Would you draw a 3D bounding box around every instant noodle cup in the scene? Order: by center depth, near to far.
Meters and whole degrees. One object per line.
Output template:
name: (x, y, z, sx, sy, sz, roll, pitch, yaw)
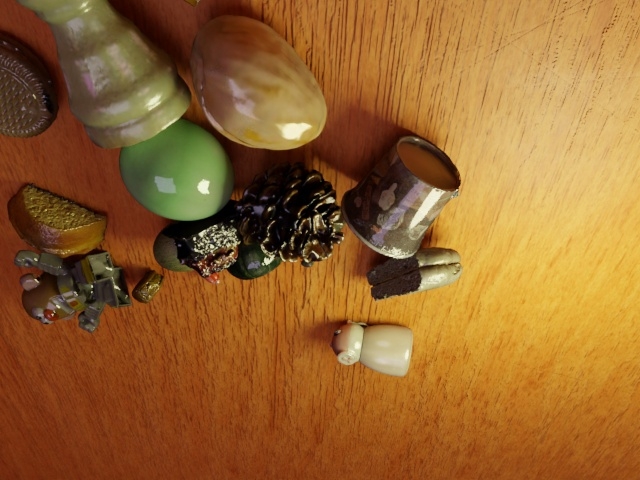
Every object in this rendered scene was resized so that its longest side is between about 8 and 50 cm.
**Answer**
instant noodle cup: (0.186, -0.104, 1.557, 0.217, 0.217, 0.207, 23, 130, -16)

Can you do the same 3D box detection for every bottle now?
bottle: (0.146, 0.313, 2.058, 0.236, 0.147, 0.147, 9, 138, 2)

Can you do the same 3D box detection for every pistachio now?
pistachio: (-0.130, -0.302, 1.383, 0.309, 0.230, 0.230, 33, 132, -31)

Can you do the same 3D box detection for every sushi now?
sushi: (-0.271, 0.002, 1.670, 0.153, 0.172, 0.150, 16, 133, 25)

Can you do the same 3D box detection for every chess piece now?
chess piece: (-0.447, -0.406, 1.313, 0.234, 0.234, 0.442, -11, 132, 19)

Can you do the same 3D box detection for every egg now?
egg: (-0.316, -0.155, 1.553, 0.220, 0.220, 0.269, -28, 133, 33)

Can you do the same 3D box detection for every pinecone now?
pinecone: (-0.069, -0.061, 1.581, 0.243, 0.257, 0.243, -11, 121, -19)

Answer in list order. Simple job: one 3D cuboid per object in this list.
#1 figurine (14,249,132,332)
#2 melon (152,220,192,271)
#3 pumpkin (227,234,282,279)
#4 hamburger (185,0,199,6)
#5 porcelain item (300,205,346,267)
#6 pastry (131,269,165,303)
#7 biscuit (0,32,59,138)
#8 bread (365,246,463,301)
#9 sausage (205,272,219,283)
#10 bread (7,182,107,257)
figurine: (-0.711, 0.142, 1.972, 0.285, 0.167, 0.342, -14, 113, 13)
melon: (-0.345, 0.010, 1.801, 0.192, 0.139, 0.139, -20, 131, 20)
pumpkin: (-0.169, 0.031, 1.782, 0.167, 0.167, 0.125, -31, 100, 34)
hamburger: (-0.262, -0.544, 1.180, 0.243, 0.139, 0.262, 23, 136, -19)
porcelain item: (0.000, 0.000, 1.791, 0.081, 0.069, 0.216, 3, 140, -19)
pastry: (-0.492, 0.131, 1.987, 0.057, 0.109, 0.097, 39, 99, -18)
biscuit: (-0.697, -0.336, 1.517, 0.259, 0.079, 0.259, 4, 137, 4)
bread: (0.251, 0.083, 1.762, 0.183, 0.102, 0.337, -7, 171, -20)
sausage: (-0.325, 0.074, 1.942, 0.048, 0.050, 0.145, 7, 148, 43)
bread: (-0.694, -0.034, 1.807, 0.260, 0.134, 0.129, 22, 135, -15)
